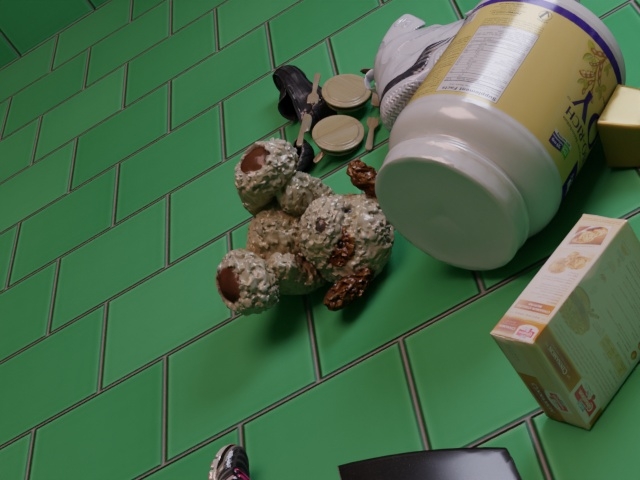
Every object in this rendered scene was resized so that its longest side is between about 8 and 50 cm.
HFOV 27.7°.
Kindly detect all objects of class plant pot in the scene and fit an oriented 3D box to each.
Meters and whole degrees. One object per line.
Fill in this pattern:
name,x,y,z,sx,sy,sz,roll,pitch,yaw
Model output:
plant pot,0.420,-0.146,1.693,0.083,0.081,0.081,9,51,35
plant pot,0.136,0.308,1.250,0.166,0.187,0.188,-21,30,2

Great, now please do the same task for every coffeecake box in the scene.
coffeecake box,0.291,0.088,1.425,0.185,0.142,0.068,-48,31,-21

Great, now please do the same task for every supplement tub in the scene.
supplement tub,0.237,-0.148,1.720,0.241,0.241,0.331,-1,45,45

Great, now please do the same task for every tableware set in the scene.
tableware set,0.039,-0.208,2.199,0.128,0.039,0.194,4,48,9

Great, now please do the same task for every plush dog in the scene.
plush dog,0.000,0.000,1.864,0.225,0.210,0.263,3,74,29

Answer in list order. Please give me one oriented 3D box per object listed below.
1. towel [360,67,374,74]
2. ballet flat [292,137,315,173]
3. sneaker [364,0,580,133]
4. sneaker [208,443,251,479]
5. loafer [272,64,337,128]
towel,0.114,-0.288,2.244,0.083,0.060,0.009,10,92,51
ballet flat,-0.066,-0.101,2.161,0.057,0.049,0.173,-5,42,44
sneaker,0.227,-0.321,2.079,0.365,0.137,0.210,-37,32,5
sneaker,-0.093,0.316,1.585,0.074,0.063,0.170,-24,36,20
loafer,-0.046,-0.257,2.335,0.078,0.076,0.223,-31,33,-8
